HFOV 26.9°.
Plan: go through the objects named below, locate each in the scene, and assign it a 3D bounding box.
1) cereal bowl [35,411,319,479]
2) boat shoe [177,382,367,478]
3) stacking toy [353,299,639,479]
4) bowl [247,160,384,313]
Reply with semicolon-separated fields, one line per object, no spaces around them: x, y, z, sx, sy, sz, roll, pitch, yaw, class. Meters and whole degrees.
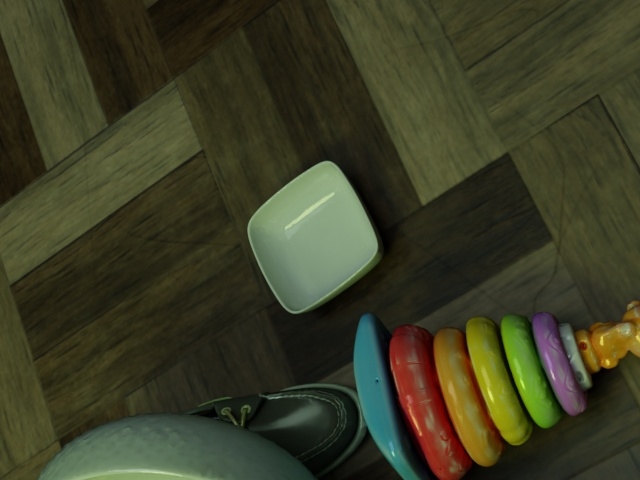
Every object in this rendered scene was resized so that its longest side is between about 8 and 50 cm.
-0.131;0.292;1.369;0.339;0.339;0.141;-18;34;27;cereal bowl
-0.094;0.225;1.465;0.305;0.091;0.109;-19;70;26;boat shoe
0.199;0.126;1.294;0.302;0.166;0.175;-21;55;13;stacking toy
0.000;0.000;1.483;0.142;0.053;0.142;-37;64;19;bowl
